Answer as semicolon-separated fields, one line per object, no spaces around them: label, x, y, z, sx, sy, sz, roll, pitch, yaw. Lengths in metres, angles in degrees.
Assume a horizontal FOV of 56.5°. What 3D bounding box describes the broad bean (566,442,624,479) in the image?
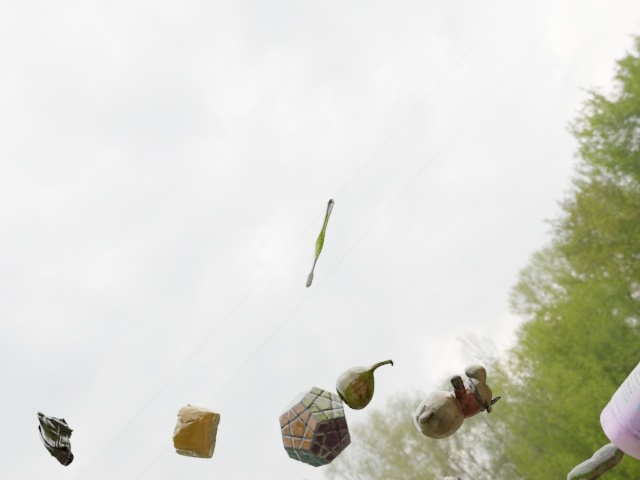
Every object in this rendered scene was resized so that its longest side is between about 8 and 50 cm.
broad bean;0.978;0.778;2.081;0.339;0.077;0.061;-29;-81;-11

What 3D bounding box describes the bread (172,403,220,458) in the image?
bread;-0.313;0.476;1.489;0.082;0.106;0.125;44;-131;-54

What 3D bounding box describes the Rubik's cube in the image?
Rubik's cube;-0.022;0.752;2.405;0.319;0.319;0.264;74;-151;-50

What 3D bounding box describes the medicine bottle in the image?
medicine bottle;0.735;0.342;1.284;0.152;0.152;0.253;-20;-42;-38

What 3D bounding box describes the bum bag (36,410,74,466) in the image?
bum bag;-0.750;0.558;1.693;0.060;0.123;0.248;-44;-13;-47

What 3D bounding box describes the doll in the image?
doll;0.497;0.606;2.180;0.330;0.174;0.235;-30;-33;-6

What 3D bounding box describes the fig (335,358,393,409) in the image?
fig;0.175;0.508;2.225;0.259;0.151;0.151;-40;-36;-20

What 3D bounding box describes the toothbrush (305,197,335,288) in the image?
toothbrush;0.000;0.000;1.476;0.026;0.022;0.262;113;174;-61

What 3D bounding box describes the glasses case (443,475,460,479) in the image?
glasses case;0.399;0.817;1.791;0.082;0.122;0.320;-6;-44;2
